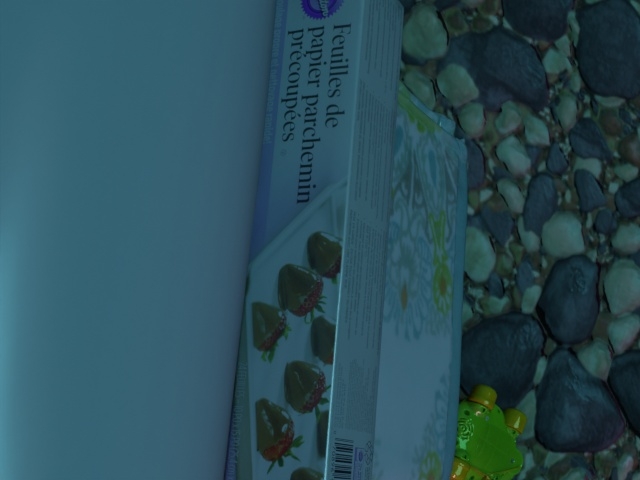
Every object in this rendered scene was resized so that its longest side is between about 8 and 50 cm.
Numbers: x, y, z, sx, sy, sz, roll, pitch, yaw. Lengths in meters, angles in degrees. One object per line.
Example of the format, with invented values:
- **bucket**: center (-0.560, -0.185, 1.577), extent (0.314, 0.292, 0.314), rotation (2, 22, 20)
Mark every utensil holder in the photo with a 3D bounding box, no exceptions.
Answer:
- **utensil holder**: center (-0.193, 0.007, 0.487), extent (0.327, 0.327, 0.385), rotation (17, 72, -36)

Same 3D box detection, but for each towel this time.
- **towel**: center (0.012, 0.035, 0.735), extent (0.320, 0.090, 0.374), rotation (25, 65, -56)

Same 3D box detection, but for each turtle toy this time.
- **turtle toy**: center (0.150, 0.197, 0.924), extent (0.130, 0.066, 0.095), rotation (38, 68, -31)

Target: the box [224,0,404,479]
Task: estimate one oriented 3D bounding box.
- **box**: center (0.000, 0.000, 0.563), extent (0.067, 0.063, 0.324), rotation (29, 63, -61)
